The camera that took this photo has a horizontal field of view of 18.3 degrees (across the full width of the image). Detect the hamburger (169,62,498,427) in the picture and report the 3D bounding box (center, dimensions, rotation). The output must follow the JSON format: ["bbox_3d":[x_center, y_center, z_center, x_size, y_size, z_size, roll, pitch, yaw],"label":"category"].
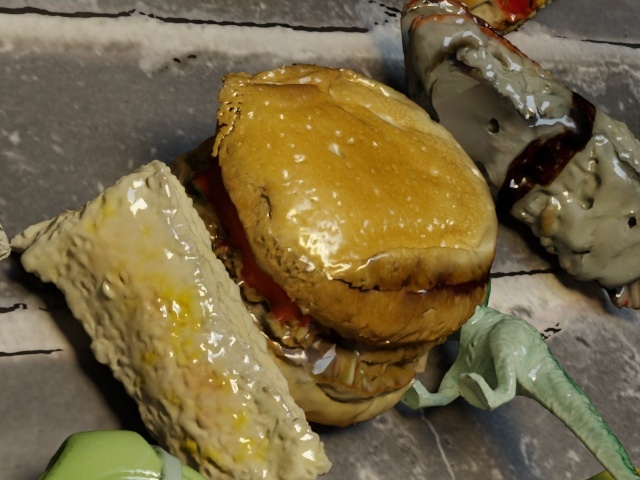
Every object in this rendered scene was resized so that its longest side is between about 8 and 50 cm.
[{"bbox_3d":[0.000,0.000,1.417,0.244,0.163,0.244,22,41,-20],"label":"hamburger"}]

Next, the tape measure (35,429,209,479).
[{"bbox_3d":[-0.121,0.201,1.163,0.175,0.106,0.200,33,36,1],"label":"tape measure"}]

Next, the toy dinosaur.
[{"bbox_3d":[0.135,0.118,1.459,0.129,0.076,0.383,-13,43,-18],"label":"toy dinosaur"}]

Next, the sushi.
[{"bbox_3d":[0.186,-0.073,1.700,0.332,0.124,0.130,35,28,-17],"label":"sushi"}]

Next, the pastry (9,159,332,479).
[{"bbox_3d":[-0.086,0.071,1.294,0.258,0.121,0.089,54,22,9],"label":"pastry"}]

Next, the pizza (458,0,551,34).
[{"bbox_3d":[0.202,-0.366,1.969,0.406,0.130,0.440,8,54,-39],"label":"pizza"}]

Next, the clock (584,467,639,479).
[{"bbox_3d":[0.266,0.247,1.421,0.096,0.202,0.143,-19,110,-50],"label":"clock"}]

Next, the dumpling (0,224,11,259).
[{"bbox_3d":[-0.306,-0.015,1.136,0.247,0.142,0.172,21,36,11],"label":"dumpling"}]
